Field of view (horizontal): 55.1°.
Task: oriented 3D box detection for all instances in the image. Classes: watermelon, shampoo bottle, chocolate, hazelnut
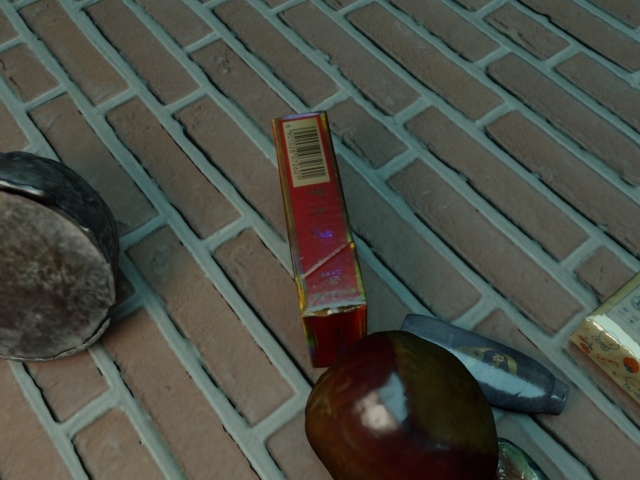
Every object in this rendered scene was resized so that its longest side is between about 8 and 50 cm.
[{"bbox_3d":[0.235,0.336,0.740,0.139,0.071,0.187,-21,61,-5],"label":"watermelon"},{"bbox_3d":[0.217,0.175,0.844,0.234,0.049,0.087,21,65,14],"label":"shampoo bottle"},{"bbox_3d":[-0.412,-0.004,0.873,0.304,0.303,0.213,-4,33,1],"label":"chocolate"},{"bbox_3d":[0.097,0.229,0.739,0.230,0.229,0.229,-1,59,2],"label":"hazelnut"}]

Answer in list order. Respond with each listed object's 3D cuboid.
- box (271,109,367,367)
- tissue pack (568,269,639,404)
[{"bbox_3d":[0.000,0.000,0.873,0.089,0.197,0.313,-8,60,-2],"label":"box"},{"bbox_3d":[0.466,0.148,0.824,0.148,0.092,0.196,-33,62,-16],"label":"tissue pack"}]
